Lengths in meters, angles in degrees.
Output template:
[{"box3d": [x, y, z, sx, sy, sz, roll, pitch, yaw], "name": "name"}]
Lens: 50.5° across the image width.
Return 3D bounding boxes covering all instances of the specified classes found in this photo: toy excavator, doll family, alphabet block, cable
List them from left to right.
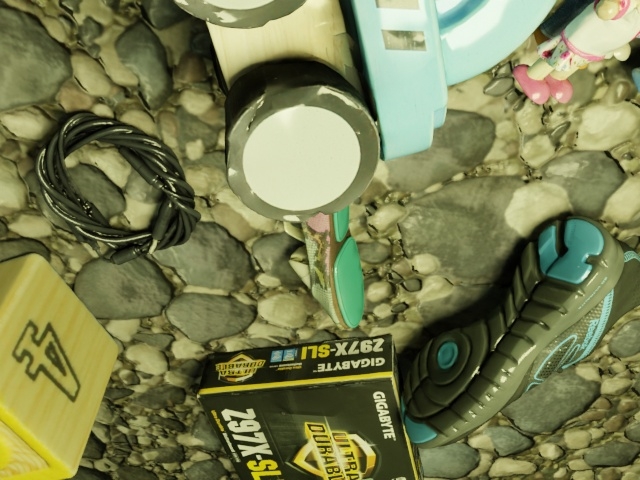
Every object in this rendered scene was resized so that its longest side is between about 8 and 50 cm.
[{"box3d": [-0.390, 0.163, 0.812, 0.193, 0.197, 0.193, -17, 126, 17], "name": "alphabet block"}, {"box3d": [-0.213, -0.052, 0.721, 0.151, 0.047, 0.184, -8, 128, 10], "name": "cable"}, {"box3d": [0.099, -0.278, 0.442, 0.445, 0.222, 0.432, -17, 127, 0], "name": "toy excavator"}, {"box3d": [0.251, -0.193, 0.499, 0.263, 0.118, 0.163, -10, 159, -37], "name": "doll family"}]

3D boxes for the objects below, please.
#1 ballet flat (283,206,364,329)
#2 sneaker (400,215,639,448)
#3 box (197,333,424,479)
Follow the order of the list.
[{"box3d": [0.000, 0.000, 0.741, 0.079, 0.077, 0.221, 7, 127, 22], "name": "ballet flat"}, {"box3d": [0.230, 0.132, 0.774, 0.140, 0.125, 0.341, 25, 120, -31], "name": "sneaker"}, {"box3d": [0.001, 0.277, 0.958, 0.257, 0.079, 0.322, -6, 129, 11], "name": "box"}]
